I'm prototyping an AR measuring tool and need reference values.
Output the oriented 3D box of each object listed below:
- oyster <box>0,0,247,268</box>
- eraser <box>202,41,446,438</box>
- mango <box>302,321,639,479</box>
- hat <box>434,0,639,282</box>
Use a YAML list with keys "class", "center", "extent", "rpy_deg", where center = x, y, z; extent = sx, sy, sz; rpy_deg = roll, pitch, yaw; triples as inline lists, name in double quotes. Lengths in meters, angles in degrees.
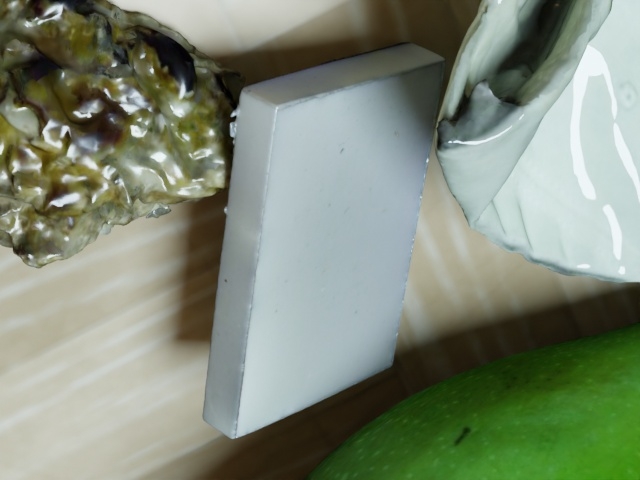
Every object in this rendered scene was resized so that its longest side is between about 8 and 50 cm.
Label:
- class: "oyster"
  center: [-0.096, -0.042, 0.717]
  extent: [0.177, 0.056, 0.105]
  rpy_deg: [19, 94, -26]
- class: "eraser"
  center: [0.000, 0.000, 0.758]
  extent: [0.104, 0.023, 0.150]
  rpy_deg: [-20, 128, -44]
- class: "mango"
  center: [0.118, 0.141, 0.796]
  extent: [0.382, 0.225, 0.201]
  rpy_deg: [-37, 132, -17]
- class: "hat"
  center: [0.171, -0.127, 0.721]
  extent: [0.258, 0.168, 0.301]
  rpy_deg: [2, 94, -1]
